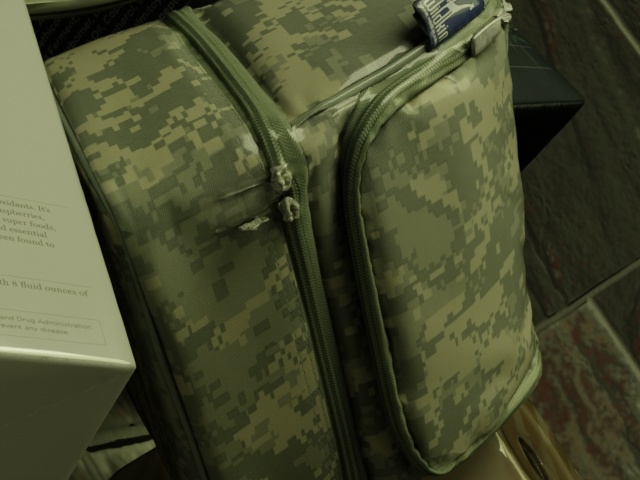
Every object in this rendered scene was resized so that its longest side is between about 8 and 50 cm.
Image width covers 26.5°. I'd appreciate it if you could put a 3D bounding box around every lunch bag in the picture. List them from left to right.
[{"bbox_3d":[0.000,0.000,0.799,0.212,0.256,0.305,47,-25,54],"label":"lunch bag"}]

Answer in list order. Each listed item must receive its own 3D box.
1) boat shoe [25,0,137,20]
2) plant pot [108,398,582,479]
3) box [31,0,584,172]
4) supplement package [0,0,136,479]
[{"bbox_3d":[-0.218,-0.233,0.797,0.186,0.500,0.156,64,-27,23],"label":"boat shoe"},{"bbox_3d":[0.044,0.228,0.982,0.323,0.280,0.323,50,15,-18],"label":"plant pot"},{"bbox_3d":[-0.087,-0.179,1.181,0.472,0.297,0.480,47,24,14],"label":"box"},{"bbox_3d":[-0.233,0.002,0.668,0.178,0.175,0.293,9,40,-33],"label":"supplement package"}]
